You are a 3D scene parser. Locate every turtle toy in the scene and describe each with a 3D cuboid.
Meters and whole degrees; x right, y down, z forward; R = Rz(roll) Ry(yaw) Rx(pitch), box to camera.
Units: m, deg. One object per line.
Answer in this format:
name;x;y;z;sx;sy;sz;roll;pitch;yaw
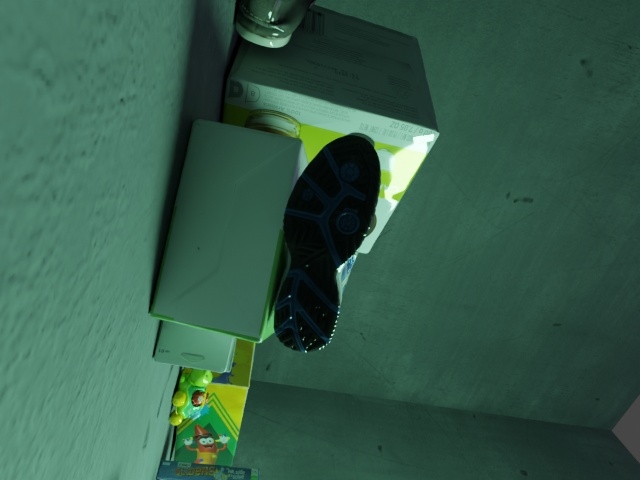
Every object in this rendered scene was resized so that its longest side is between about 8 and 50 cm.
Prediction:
turtle toy;-0.259;0.306;0.820;0.095;0.066;0.130;-102;-154;-66

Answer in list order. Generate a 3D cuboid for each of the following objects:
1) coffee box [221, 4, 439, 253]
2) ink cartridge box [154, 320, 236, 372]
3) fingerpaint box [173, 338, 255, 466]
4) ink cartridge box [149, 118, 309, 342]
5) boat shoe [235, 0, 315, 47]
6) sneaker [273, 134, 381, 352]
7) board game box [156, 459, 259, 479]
coffee box;-0.008;-0.224;0.816;0.335;0.337;0.339;114;-16;-48
ink cartridge box;-0.154;0.124;0.521;0.122;0.088;0.052;175;-73;-79
fingerpaint box;-0.284;0.365;1.172;0.445;0.163;0.372;-97;-161;-61
ink cartridge box;-0.081;0.005;0.559;0.353;0.119;0.208;62;39;-83
boat shoe;-0.050;-0.415;0.618;0.096;0.112;0.336;121;-18;-48
sneaker;0.000;0.000;0.396;0.081;0.080;0.211;-81;-171;-73
board game box;-0.240;0.518;0.852;0.035;0.201;0.136;-92;-162;-51
